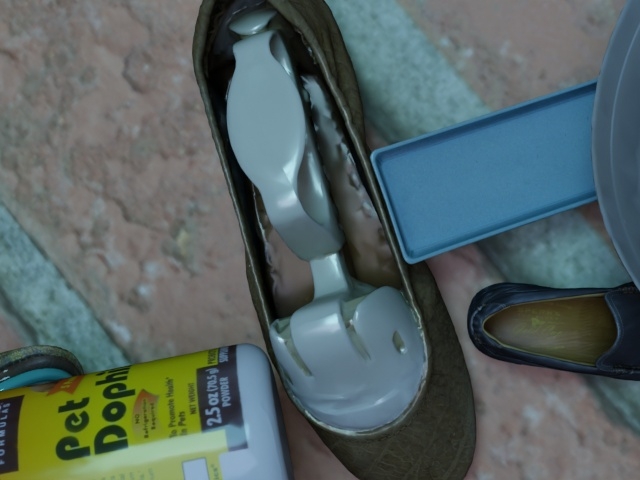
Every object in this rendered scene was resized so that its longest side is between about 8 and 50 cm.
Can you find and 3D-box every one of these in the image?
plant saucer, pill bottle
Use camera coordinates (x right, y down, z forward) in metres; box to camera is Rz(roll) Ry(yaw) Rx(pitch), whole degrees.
[{"bbox_3d":[0.126,-0.047,0.569,0.192,0.018,0.067,-18,88,-8],"label":"plant saucer"},{"bbox_3d":[-0.125,0.132,0.551,0.214,0.117,0.117,-11,90,-2],"label":"pill bottle"}]

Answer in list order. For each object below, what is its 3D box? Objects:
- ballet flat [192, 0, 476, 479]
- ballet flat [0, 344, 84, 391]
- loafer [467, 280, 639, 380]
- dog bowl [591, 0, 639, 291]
[{"bbox_3d":[0.000,0.000,0.573,0.116,0.124,0.343,-16,89,12],"label":"ballet flat"},{"bbox_3d":[-0.284,0.193,0.658,0.123,0.123,0.349,33,97,9],"label":"ballet flat"},{"bbox_3d":[0.168,0.054,0.571,0.170,0.061,0.062,-3,91,12],"label":"loafer"},{"bbox_3d":[0.303,-0.063,0.435,0.348,0.102,0.349,-20,55,31],"label":"dog bowl"}]
